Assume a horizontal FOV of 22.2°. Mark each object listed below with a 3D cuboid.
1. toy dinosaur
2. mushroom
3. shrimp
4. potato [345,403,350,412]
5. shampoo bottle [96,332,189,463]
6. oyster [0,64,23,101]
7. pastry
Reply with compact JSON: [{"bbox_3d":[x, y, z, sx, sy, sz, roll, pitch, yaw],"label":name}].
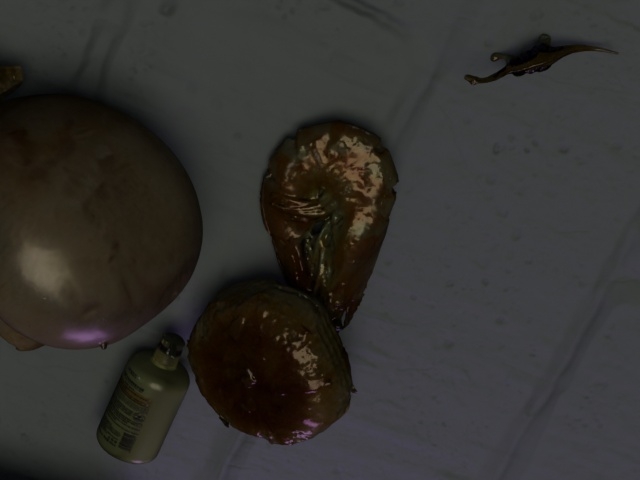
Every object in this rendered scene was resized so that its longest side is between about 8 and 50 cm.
[{"bbox_3d":[0.237,-0.202,1.809,0.180,0.058,0.037,-21,123,-10],"label":"toy dinosaur"},{"bbox_3d":[-0.292,-0.003,1.750,0.292,0.292,0.290,32,137,-18],"label":"mushroom"},{"bbox_3d":[0.000,0.000,1.871,0.154,0.062,0.294,10,111,3],"label":"shrimp"},{"bbox_3d":[-0.004,0.196,1.956,0.068,0.062,0.083,37,92,14],"label":"potato"},{"bbox_3d":[-0.201,0.179,1.917,0.079,0.079,0.162,20,110,-14],"label":"shampoo bottle"},{"bbox_3d":[-0.489,-0.140,1.716,0.341,0.166,0.110,-5,107,-22],"label":"oyster"},{"bbox_3d":[-0.061,0.142,1.875,0.182,0.093,0.192,-16,106,31],"label":"pastry"}]
